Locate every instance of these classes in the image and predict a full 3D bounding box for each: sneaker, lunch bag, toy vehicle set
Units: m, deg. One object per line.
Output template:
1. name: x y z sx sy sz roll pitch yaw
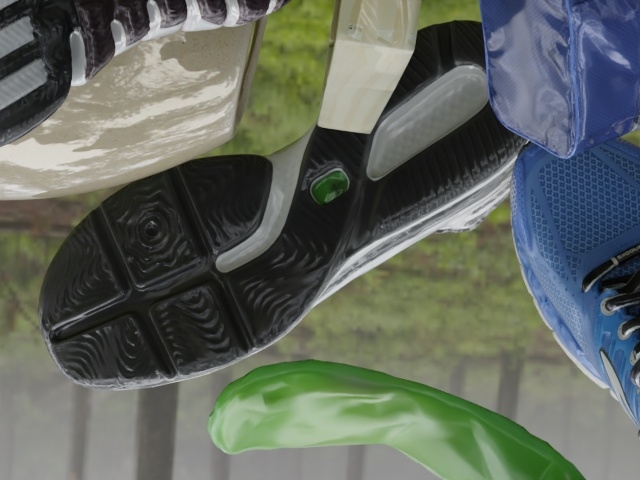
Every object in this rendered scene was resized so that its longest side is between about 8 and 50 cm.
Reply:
1. sneaker: 0.001 0.001 1.091 0.447 0.169 0.257 -29 164 12
2. lunch bag: 0.115 -0.086 0.568 0.065 0.098 0.067 -24 -144 -20
3. sneaker: 0.202 0.055 0.648 0.130 0.330 0.147 -35 150 2
4. sneaker: -0.122 -0.140 0.574 0.162 0.106 0.281 18 -143 34
5. toy vehicle set: 0.031 -0.159 0.709 0.035 0.166 0.267 8 177 -1

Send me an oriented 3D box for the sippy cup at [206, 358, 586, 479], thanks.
1. sippy cup: 0.003 0.191 0.388 0.224 0.240 0.305 7 -165 -12

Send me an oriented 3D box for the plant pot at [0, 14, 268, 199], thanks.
1. plant pot: -0.130 -0.145 0.794 0.191 0.284 0.284 14 179 -1
